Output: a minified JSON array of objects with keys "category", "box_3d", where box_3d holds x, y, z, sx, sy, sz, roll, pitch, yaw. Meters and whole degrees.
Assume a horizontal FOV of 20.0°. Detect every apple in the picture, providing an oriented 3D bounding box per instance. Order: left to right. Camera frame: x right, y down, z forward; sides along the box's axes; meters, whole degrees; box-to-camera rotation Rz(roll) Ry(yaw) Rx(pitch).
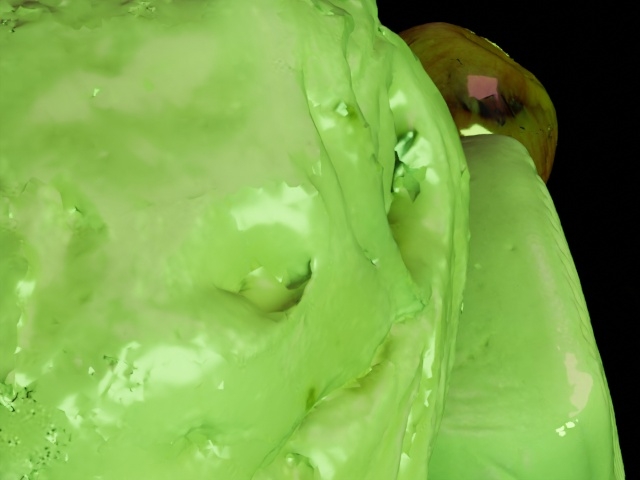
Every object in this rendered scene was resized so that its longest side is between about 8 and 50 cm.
[{"category":"apple","box_3d":[0.085,-0.071,1.161,0.146,0.146,0.146,27,34,-21]}]

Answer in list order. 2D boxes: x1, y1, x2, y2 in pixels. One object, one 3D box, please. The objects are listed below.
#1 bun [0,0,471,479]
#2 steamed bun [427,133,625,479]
[{"category":"bun","box_3d":[-0.059,0.019,0.755,0.326,0.235,0.362,66,22,-20]},{"category":"steamed bun","box_3d":[0.071,0.069,0.960,0.238,0.153,0.170,-96,167,-47]}]
